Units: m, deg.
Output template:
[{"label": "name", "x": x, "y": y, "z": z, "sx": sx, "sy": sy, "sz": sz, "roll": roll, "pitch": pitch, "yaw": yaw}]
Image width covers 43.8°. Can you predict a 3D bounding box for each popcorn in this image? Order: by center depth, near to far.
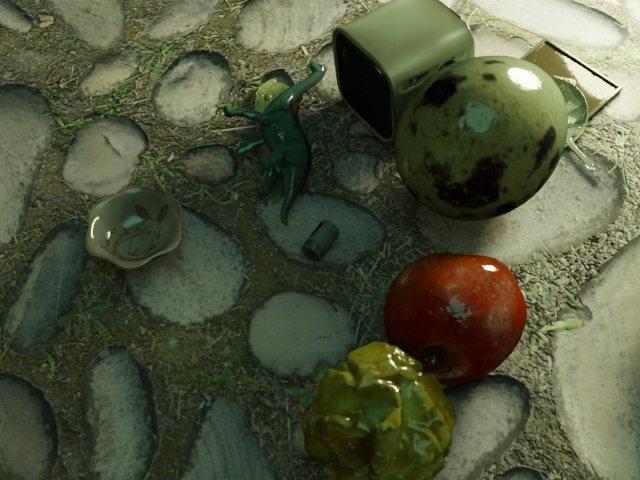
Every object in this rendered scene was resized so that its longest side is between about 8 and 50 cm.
[{"label": "popcorn", "x": 0.114, "y": 0.341, "z": 1.477, "sx": 0.282, "sy": 0.282, "sz": 0.247, "roll": 30, "pitch": 59, "yaw": 18}]

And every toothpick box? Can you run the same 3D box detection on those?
[{"label": "toothpick box", "x": 0.000, "y": 0.000, "z": 1.798, "sx": 0.052, "sy": 0.052, "sz": 0.083, "roll": 28, "pitch": 63, "yaw": 18}]

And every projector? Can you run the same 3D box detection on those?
[{"label": "projector", "x": 0.199, "y": -0.419, "z": 1.911, "sx": 0.249, "sy": 0.249, "sz": 0.248, "roll": -30, "pitch": 56, "yaw": -15}]

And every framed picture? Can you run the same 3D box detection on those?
[{"label": "framed picture", "x": 0.612, "y": -0.402, "z": 2.025, "sx": 0.184, "sy": 0.016, "sz": 0.250, "roll": -41, "pitch": 65, "yaw": -19}]

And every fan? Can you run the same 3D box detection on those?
[{"label": "fan", "x": 0.548, "y": -0.271, "z": 1.943, "sx": 0.223, "sy": 0.012, "sz": 0.294, "roll": -4, "pitch": 64, "yaw": 5}]

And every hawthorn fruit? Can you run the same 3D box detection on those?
[{"label": "hawthorn fruit", "x": 0.262, "y": 0.145, "z": 1.577, "sx": 0.284, "sy": 0.284, "sz": 0.284, "roll": -1, "pitch": 60, "yaw": 2}]

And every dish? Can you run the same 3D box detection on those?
[{"label": "dish", "x": -0.417, "y": -0.013, "z": 1.813, "sx": 0.229, "sy": 0.081, "sz": 0.229, "roll": -1, "pitch": 56, "yaw": 2}]

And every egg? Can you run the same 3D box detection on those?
[{"label": "egg", "x": 0.358, "y": -0.233, "z": 1.748, "sx": 0.345, "sy": 0.345, "sz": 0.428, "roll": 39, "pitch": 63, "yaw": 22}]

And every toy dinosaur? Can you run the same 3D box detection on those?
[{"label": "toy dinosaur", "x": -0.040, "y": -0.248, "z": 1.925, "sx": 0.330, "sy": 0.129, "sz": 0.384, "roll": -24, "pitch": 74, "yaw": -26}]

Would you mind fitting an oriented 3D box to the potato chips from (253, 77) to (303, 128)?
[{"label": "potato chips", "x": -0.106, "y": -0.336, "z": 2.018, "sx": 0.142, "sy": 0.026, "sz": 0.209, "roll": -23, "pitch": 59, "yaw": -7}]
